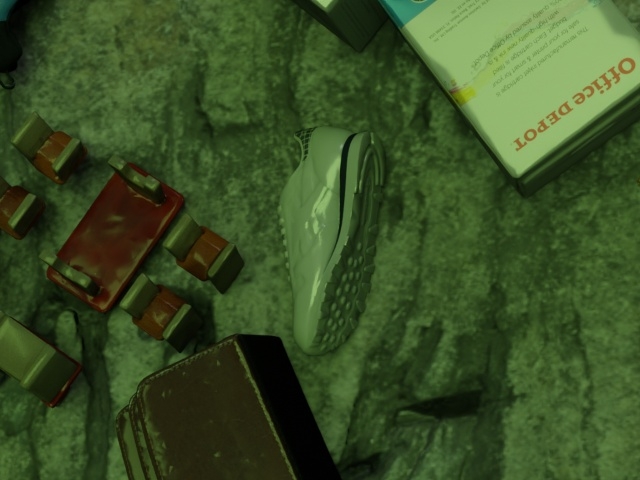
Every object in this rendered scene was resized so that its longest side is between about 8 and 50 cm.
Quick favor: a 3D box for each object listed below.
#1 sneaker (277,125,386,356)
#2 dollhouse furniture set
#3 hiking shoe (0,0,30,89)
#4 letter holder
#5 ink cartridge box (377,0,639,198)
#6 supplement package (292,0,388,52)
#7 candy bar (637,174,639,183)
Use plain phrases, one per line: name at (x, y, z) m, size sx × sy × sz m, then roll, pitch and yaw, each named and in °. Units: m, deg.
sneaker at (0.000, 0.000, 1.414) m, size 0.094 × 0.090 × 0.235 m, roll 8°, pitch 82°, yaw 25°
dollhouse furniture set at (-0.246, 0.039, 1.450) m, size 0.262 × 0.135 × 0.259 m, roll 33°, pitch 80°, yaw 13°
hiking shoe at (-0.342, -0.324, 1.514) m, size 0.132 × 0.113 × 0.304 m, roll 22°, pitch 82°, yaw -17°
letter holder at (-0.094, 0.272, 1.365) m, size 0.214 × 0.152 × 0.302 m, roll -26°, pitch 80°, yaw 10°
ink cartridge box at (0.193, -0.186, 1.339) m, size 0.171 × 0.168 × 0.233 m, roll -36°, pitch 79°, yaw 7°
supplement package at (0.051, -0.369, 1.382) m, size 0.175 × 0.177 × 0.293 m, roll 40°, pitch 93°, yaw 13°
candy bar at (0.387, -0.037, 1.361) m, size 0.161 × 0.018 × 0.040 m, roll 30°, pitch 91°, yaw 12°
